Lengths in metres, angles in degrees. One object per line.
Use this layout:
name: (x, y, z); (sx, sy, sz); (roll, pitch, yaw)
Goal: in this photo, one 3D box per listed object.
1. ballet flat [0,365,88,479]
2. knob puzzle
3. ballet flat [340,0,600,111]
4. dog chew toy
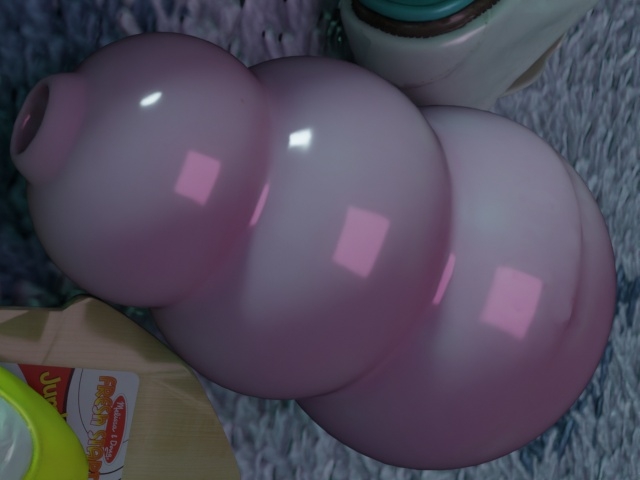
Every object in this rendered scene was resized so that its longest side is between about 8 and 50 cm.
ballet flat: (-0.188, 0.065, 0.440); (0.077, 0.077, 0.231); (-46, 115, -8)
knob puzzle: (-0.136, 0.120, 0.535); (0.213, 0.030, 0.213); (-5, 102, -24)
ballet flat: (0.170, -0.203, 0.701); (0.400, 0.139, 0.139); (-40, 121, -23)
dog chew toy: (0.000, 0.000, 0.540); (0.332, 0.206, 0.206); (22, 84, -33)
